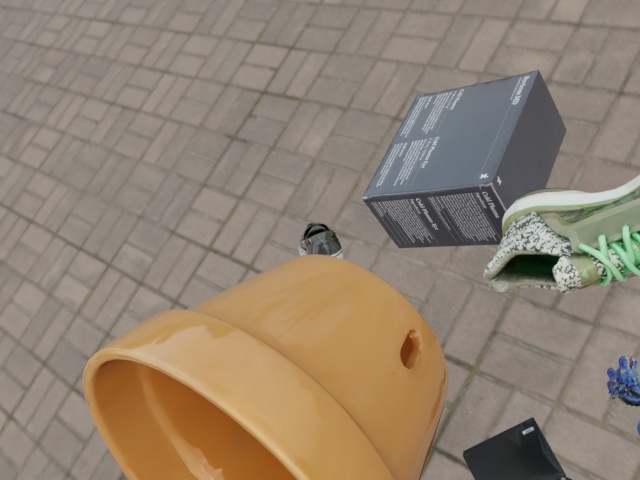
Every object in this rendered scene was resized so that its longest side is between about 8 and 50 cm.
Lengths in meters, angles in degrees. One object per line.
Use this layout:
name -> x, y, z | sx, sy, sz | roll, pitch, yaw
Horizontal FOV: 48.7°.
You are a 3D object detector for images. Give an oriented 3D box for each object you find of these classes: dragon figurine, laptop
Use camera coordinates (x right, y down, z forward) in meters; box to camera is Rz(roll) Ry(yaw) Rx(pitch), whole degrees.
dragon figurine -> 0.560, 0.315, 1.122 | 0.144, 0.085, 0.289 | -18, 77, 5
laptop -> 0.541, 0.605, 1.805 | 0.234, 0.264, 0.136 | -39, 31, 32

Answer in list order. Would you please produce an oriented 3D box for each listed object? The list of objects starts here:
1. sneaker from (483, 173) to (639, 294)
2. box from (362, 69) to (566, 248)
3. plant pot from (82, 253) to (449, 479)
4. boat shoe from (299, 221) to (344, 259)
sneaker -> 0.383, 0.015, 0.919 | 0.182, 0.158, 0.410 | -44, 16, -32
box -> 0.314, -0.166, 1.527 | 0.313, 0.179, 0.343 | -3, 47, 43
plant pot -> -0.025, 0.146, 0.605 | 0.291, 0.290, 0.203 | 11, 40, 37
boat shoe -> 0.000, 0.000, 0.792 | 0.049, 0.040, 0.142 | -16, 11, -5
